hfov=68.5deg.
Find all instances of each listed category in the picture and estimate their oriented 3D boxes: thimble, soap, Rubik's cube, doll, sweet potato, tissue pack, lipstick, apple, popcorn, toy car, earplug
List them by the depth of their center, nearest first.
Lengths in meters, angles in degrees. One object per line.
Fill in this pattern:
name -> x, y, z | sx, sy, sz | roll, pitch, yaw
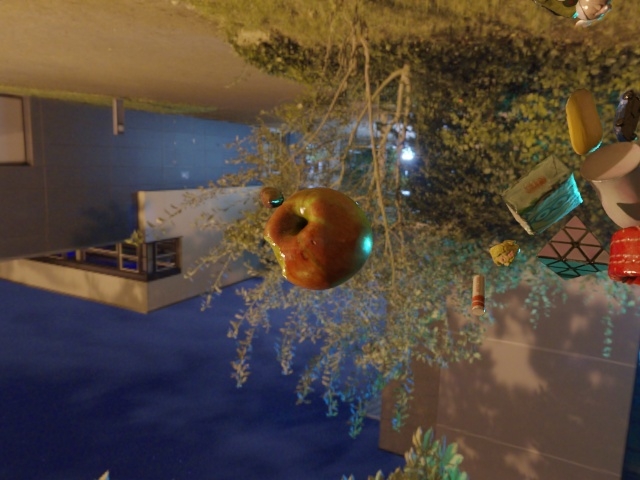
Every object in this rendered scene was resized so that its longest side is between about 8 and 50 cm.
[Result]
thimble -> 0.774, 0.041, 1.106 | 0.163, 0.125, 0.189 | 9, 172, 11
soap -> 0.625, -0.285, 1.113 | 0.089, 0.169, 0.033 | -30, -156, -11
doll -> 0.674, -0.573, 1.148 | 0.073, 0.127, 0.084 | -17, -128, -12
sweet potato -> -0.126, -0.111, 1.244 | 0.065, 0.051, 0.218 | 13, -172, -12
Rubik's cube -> 0.719, 0.017, 1.413 | 0.178, 0.191, 0.211 | 0, 160, -14
lipstick -> 0.492, 0.169, 1.460 | 0.038, 0.038, 0.131 | 4, -132, 16
earplug -> 0.974, -0.146, 1.507 | 0.301, 0.172, 0.172 | 47, 164, -28
apple -> 0.000, 0.000, 1.536 | 0.339, 0.340, 0.339 | 2, -171, 0
toy car -> 1.110, -0.445, 1.710 | 0.103, 0.216, 0.063 | 33, 164, -26
tissue pack -> 0.821, -0.156, 1.744 | 0.310, 0.228, 0.128 | 24, -151, -54
popcorn -> 0.733, 0.044, 1.872 | 0.096, 0.109, 0.089 | 22, -138, -26

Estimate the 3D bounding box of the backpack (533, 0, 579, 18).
backpack -> 0.691, -0.777, 1.353 | 0.253, 0.140, 0.207 | 26, 149, -2
